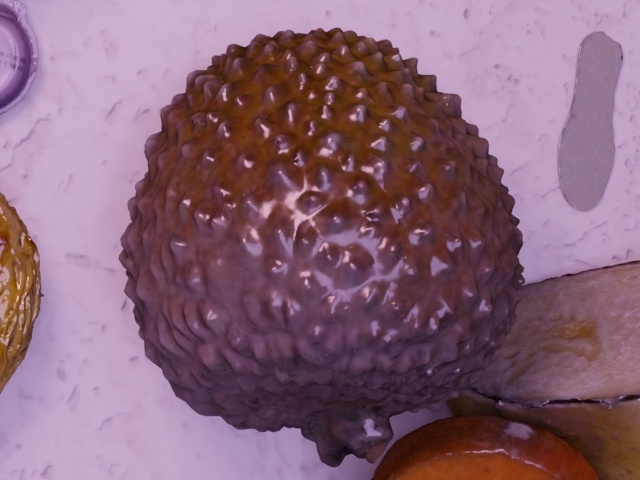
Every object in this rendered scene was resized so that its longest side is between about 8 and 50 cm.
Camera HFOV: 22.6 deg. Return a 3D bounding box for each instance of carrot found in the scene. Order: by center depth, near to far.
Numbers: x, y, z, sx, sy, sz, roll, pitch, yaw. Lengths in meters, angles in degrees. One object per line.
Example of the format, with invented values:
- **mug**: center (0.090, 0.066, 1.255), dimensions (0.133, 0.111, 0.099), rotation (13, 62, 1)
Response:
- **carrot**: center (0.162, 0.294, 1.615), dimensions (0.258, 0.307, 0.100), rotation (14, 45, 0)

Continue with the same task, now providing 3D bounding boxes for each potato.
- **potato**: center (0.339, 0.204, 1.660), dimensions (0.397, 0.290, 0.296), rotation (-17, 112, 3)

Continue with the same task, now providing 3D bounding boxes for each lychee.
- **lychee**: center (0.000, 0.000, 1.522), dimensions (0.380, 0.380, 0.432), rotation (-7, 75, -11)

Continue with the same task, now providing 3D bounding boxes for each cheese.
- **cheese**: center (-0.345, -0.155, 1.600), dimensions (0.105, 0.042, 0.191), rotation (20, 90, -11)

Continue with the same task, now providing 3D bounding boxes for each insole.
- **insole**: center (0.295, -0.131, 1.755), dimensions (0.065, 0.004, 0.197), rotation (6, 92, -12)

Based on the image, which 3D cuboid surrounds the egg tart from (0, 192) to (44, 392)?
- **egg tart**: center (-0.417, 0.055, 1.562), dimensions (0.294, 0.116, 0.295), rotation (-1, 96, -12)
